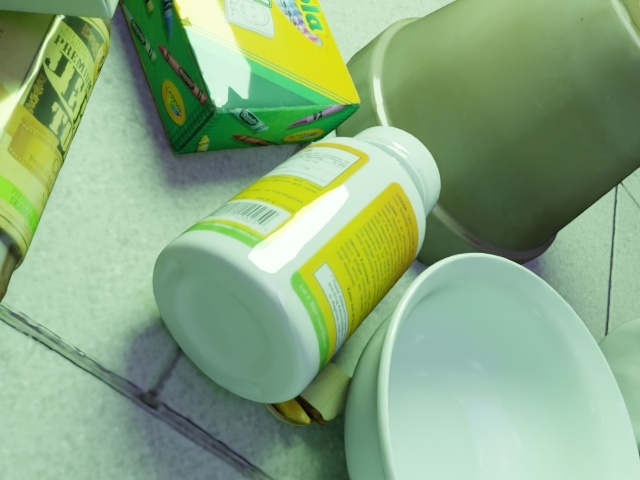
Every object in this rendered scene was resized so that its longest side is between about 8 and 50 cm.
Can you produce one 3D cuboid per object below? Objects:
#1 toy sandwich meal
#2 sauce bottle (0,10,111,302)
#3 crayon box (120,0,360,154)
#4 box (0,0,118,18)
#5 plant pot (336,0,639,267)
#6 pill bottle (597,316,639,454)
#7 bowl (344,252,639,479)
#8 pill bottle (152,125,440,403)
[{"bbox_3d":[-0.013,0.113,0.503,0.086,0.029,0.085,17,59,-31],"label":"toy sandwich meal"},{"bbox_3d":[-0.206,-0.121,0.410,0.111,0.111,0.344,25,57,-27],"label":"sauce bottle"},{"bbox_3d":[-0.091,-0.223,0.572,0.165,0.081,0.278,-13,77,-41],"label":"crayon box"},{"bbox_3d":[-0.247,-0.203,0.341,0.275,0.094,0.113,6,59,0],"label":"box"},{"bbox_3d":[0.222,-0.152,0.652,0.323,0.280,0.323,17,59,-30],"label":"plant pot"},{"bbox_3d":[0.471,0.205,0.754,0.279,0.162,0.162,24,56,-28],"label":"pill bottle"},{"bbox_3d":[0.123,0.170,0.512,0.298,0.134,0.297,18,58,-32],"label":"bowl"},{"bbox_3d":[0.000,0.000,0.496,0.136,0.136,0.246,53,47,-5],"label":"pill bottle"}]
